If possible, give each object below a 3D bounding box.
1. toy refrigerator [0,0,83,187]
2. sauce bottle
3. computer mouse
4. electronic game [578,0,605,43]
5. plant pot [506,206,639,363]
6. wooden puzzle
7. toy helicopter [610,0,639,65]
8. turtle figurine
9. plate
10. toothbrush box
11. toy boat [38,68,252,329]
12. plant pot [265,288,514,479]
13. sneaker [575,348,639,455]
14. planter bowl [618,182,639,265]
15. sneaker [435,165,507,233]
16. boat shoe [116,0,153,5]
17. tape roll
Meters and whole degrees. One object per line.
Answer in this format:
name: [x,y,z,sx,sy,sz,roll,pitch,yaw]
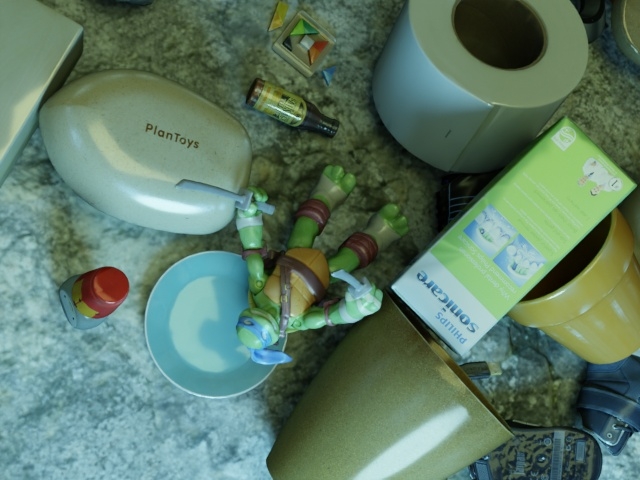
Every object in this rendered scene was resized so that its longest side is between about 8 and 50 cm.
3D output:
toy refrigerator: [-0.390,-0.152,1.209,0.102,0.094,0.269,28,74,-7]
sauce bottle: [-0.035,-0.174,1.364,0.128,0.042,0.042,22,76,-14]
computer mouse: [0.254,0.257,1.404,0.262,0.060,0.184,0,87,-8]
electronic game: [0.331,-0.383,1.487,0.229,0.048,0.229,19,55,-30]
plant pot: [0.359,0.064,1.405,0.188,0.205,0.205,45,70,-26]
wooden puzzle: [-0.022,-0.270,1.397,0.116,0.014,0.078,32,74,-14]
toy helicopter: [0.596,-0.294,1.560,0.355,0.140,0.234,14,80,-20]
turtle figurine: [0.000,0.000,1.234,0.266,0.198,0.274,-48,139,-43]
plate: [-0.133,0.106,1.301,0.188,0.024,0.188,3,81,-20]
toothbrush box: [0.223,-0.002,1.255,0.122,0.206,0.283,44,91,3]
toy boat: [-0.234,-0.049,1.236,0.268,0.148,0.318,24,68,-20]
plant pot: [0.064,0.229,1.256,0.254,0.237,0.237,-42,98,2]
sneaker: [0.468,0.233,1.418,0.086,0.226,0.163,48,60,-54]
planter bowl: [0.486,-0.007,1.480,0.109,0.162,0.162,-32,94,6]
sneaker: [0.191,-0.029,1.413,0.090,0.081,0.232,27,75,0]
boat shoe: [-0.266,-0.445,1.293,0.109,0.091,0.304,-14,84,16]
tape roll: [0.207,-0.233,1.357,0.246,0.169,0.246,6,64,-12]
